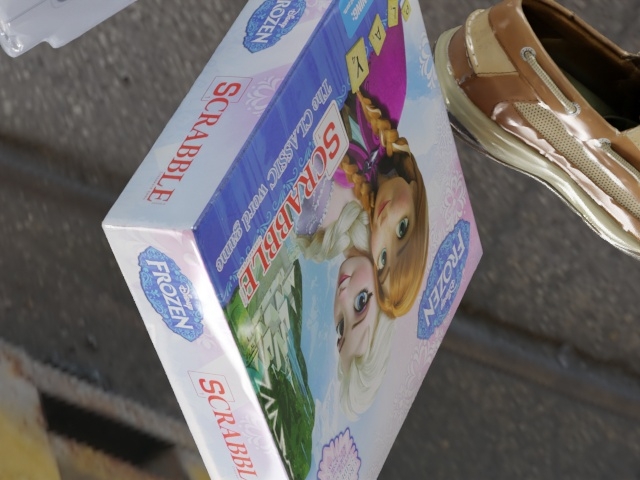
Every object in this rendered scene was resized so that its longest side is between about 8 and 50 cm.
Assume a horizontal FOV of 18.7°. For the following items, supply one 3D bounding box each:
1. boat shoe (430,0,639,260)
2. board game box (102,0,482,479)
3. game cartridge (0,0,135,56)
[{"bbox_3d":[0.235,-0.079,1.466,0.324,0.122,0.120,27,137,-21],"label":"boat shoe"},{"bbox_3d":[0.000,0.000,1.273,0.066,0.318,0.318,6,137,26],"label":"board game box"},{"bbox_3d":[-0.126,-0.230,1.085,0.196,0.060,0.294,-30,158,-10],"label":"game cartridge"}]
